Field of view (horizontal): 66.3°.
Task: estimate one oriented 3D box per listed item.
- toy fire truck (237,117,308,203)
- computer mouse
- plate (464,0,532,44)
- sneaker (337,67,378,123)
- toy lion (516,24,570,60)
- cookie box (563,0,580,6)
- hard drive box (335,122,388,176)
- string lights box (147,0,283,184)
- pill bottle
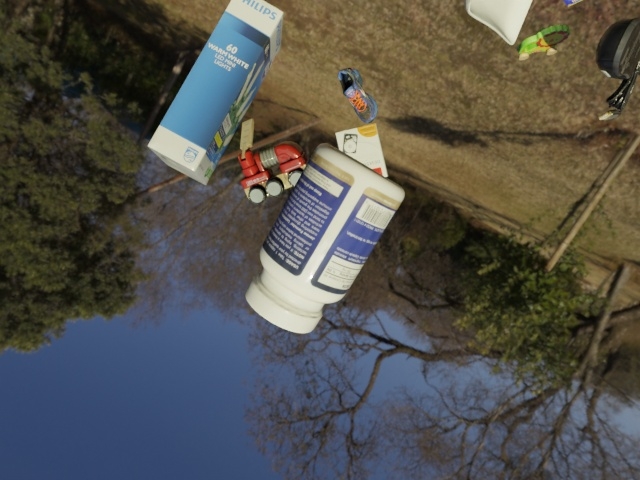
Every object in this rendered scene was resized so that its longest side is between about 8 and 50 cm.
[{"bbox_3d":[-0.165,-0.272,1.559,0.158,0.217,0.246,-73,-39,-69],"label":"toy fire truck"},{"bbox_3d":[0.557,-0.322,0.935,0.060,0.184,0.262,31,-148,32],"label":"computer mouse"},{"bbox_3d":[0.368,-0.546,0.935,0.045,0.277,0.278,31,-157,30],"label":"plate"},{"bbox_3d":[0.120,-0.501,1.699,0.087,0.083,0.221,-14,-108,-53],"label":"sneaker"},{"bbox_3d":[0.503,-0.450,1.104,0.100,0.034,0.096,-8,172,10],"label":"toy lion"},{"bbox_3d":[0.700,-0.687,1.327,0.091,0.040,0.107,-15,174,40],"label":"cookie box"},{"bbox_3d":[0.175,-0.365,2.109,0.181,0.232,0.089,-14,-178,2],"label":"hard drive box"},{"bbox_3d":[-0.151,-0.222,0.738,0.076,0.260,0.133,28,176,-5],"label":"string lights box"},{"bbox_3d":[0.000,0.000,0.752,0.153,0.265,0.153,30,-169,-6],"label":"pill bottle"}]
